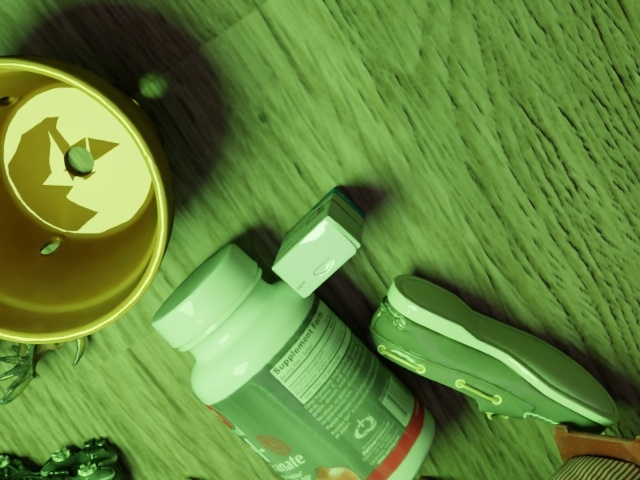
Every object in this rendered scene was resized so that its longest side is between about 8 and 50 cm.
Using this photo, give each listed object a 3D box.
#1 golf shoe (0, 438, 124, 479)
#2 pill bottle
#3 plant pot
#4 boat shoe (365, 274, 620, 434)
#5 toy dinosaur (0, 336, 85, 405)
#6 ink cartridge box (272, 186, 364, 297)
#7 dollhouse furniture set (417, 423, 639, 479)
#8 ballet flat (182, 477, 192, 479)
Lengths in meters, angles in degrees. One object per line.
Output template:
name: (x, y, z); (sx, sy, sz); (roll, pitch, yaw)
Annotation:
golf shoe: (-0.383, 0.339, 1.210); (0.273, 0.105, 0.120); (-7, 115, 7)
pill bottle: (-0.034, 0.157, 1.080); (0.176, 0.176, 0.318); (-41, 101, 16)
plant pot: (-0.283, -0.062, 1.010); (0.291, 0.203, 0.290); (2, 108, 5)
boat shoe: (0.198, 0.149, 1.099); (0.305, 0.109, 0.091); (29, 113, -2)
toy dinosaur: (-0.439, 0.132, 1.136); (0.296, 0.127, 0.200); (-29, 111, 19)
ink cartridge box: (0.000, 0.000, 1.051); (0.052, 0.122, 0.088); (43, 106, -10)
dollhouse furniture set: (0.176, 0.319, 1.065); (0.374, 0.201, 0.152); (-4, 114, 43)
ballet flat: (-0.189, 0.384, 1.243); (0.052, 0.057, 0.168); (32, 107, 23)
